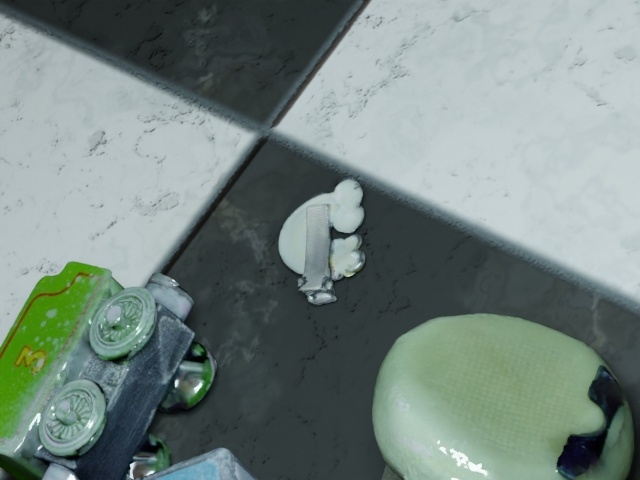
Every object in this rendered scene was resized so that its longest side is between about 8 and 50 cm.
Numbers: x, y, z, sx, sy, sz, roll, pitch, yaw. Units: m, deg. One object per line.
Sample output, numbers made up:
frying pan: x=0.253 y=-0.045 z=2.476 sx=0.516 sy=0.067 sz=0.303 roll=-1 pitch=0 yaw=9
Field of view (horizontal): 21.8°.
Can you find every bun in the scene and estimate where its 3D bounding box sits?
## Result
bun: x=0.186 y=0.221 z=1.790 sx=0.293 sy=0.187 sz=0.293 roll=9 pitch=35 yaw=-6

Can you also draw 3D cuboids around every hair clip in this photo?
hair clip: x=0.000 y=0.000 z=2.103 sx=0.116 sy=0.049 sz=0.172 roll=-8 pitch=55 yaw=15

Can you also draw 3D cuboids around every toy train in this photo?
toy train: x=-0.284 y=0.180 z=2.054 sx=0.249 sy=0.173 sz=0.307 roll=11 pitch=66 yaw=39

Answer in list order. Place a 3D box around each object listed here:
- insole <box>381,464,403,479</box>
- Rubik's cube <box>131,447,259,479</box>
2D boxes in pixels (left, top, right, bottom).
insole: x=0.090 y=0.317 z=1.887 sx=0.081 sy=0.011 sz=0.247 roll=10 pitch=66 yaw=32
Rubik's cube: x=-0.147 y=0.440 z=1.741 sx=0.301 sy=0.303 sz=0.305 roll=-23 pitch=56 yaw=11
